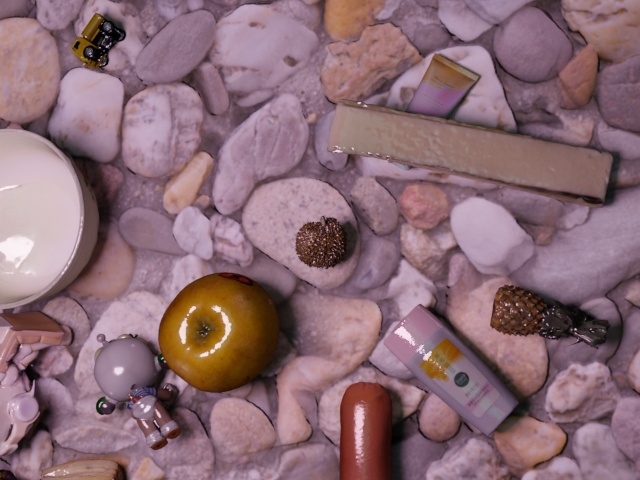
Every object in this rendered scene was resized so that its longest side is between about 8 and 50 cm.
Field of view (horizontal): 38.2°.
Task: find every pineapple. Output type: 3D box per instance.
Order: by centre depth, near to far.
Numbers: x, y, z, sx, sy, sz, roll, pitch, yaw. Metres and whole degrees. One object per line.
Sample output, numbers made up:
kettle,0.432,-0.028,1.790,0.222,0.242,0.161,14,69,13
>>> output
pineapple,0.317,0.110,1.277,0.159,0.074,0.074,13,88,10

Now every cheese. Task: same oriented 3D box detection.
cheese,0.211,-0.126,1.311,0.400,0.034,0.085,12,81,4

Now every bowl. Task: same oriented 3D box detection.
bowl,-0.462,-0.026,1.447,0.277,0.145,0.277,-2,82,13

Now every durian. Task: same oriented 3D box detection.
durian,0.000,0.000,1.359,0.080,0.080,0.091,9,130,15

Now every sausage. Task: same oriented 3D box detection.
sausage,0.065,0.299,1.317,0.077,0.077,0.194,-1,84,14

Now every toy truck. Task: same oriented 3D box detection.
toy truck,-0.365,-0.323,1.502,0.054,0.049,0.083,36,93,16

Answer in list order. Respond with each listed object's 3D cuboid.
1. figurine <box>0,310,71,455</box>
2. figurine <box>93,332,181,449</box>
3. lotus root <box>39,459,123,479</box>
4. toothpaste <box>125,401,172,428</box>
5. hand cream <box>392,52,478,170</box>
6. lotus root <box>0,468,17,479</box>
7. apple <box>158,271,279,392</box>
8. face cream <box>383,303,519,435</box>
figurine,-0.490,0.230,1.445,0.162,0.141,0.237,17,91,44
figurine,-0.275,0.224,1.397,0.147,0.093,0.197,-36,74,0
lotus root,-0.361,0.415,1.410,0.135,0.095,0.159,-16,40,7
toothpaste,-0.271,0.265,1.433,0.083,0.019,0.027,25,67,14
hand cream,0.156,-0.188,1.362,0.076,0.047,0.174,32,85,13
lotus root,-0.535,0.447,1.408,0.138,0.138,0.214,28,69,15
apple,-0.148,0.133,1.343,0.182,0.155,0.182,-1,86,9
face cream,0.186,0.183,1.305,0.198,0.057,0.084,42,94,14
